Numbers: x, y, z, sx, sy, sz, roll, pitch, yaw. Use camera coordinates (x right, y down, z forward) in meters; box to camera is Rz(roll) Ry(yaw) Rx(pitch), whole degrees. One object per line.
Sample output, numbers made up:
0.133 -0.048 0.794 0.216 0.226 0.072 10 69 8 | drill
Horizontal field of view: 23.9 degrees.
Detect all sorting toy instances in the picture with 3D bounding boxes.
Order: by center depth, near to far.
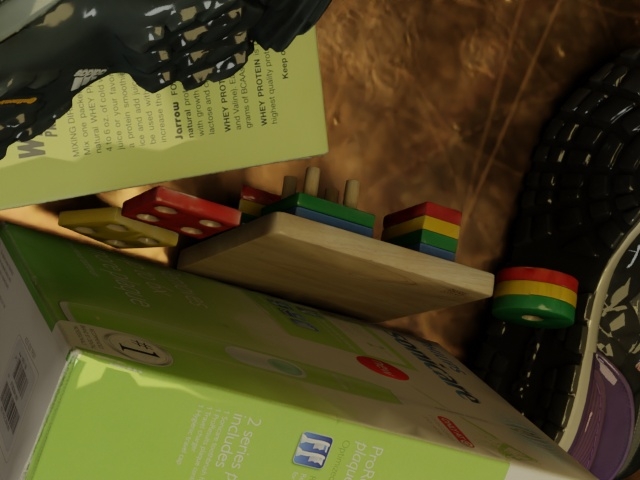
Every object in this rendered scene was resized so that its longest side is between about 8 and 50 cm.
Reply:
0.000 0.000 0.831 0.274 0.132 0.046 16 74 -24 | sorting toy

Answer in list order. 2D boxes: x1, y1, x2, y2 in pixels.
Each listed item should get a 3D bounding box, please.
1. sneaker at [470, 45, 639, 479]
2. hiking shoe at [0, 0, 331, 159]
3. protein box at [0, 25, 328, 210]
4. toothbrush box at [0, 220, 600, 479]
0.189 0.018 0.939 0.124 0.107 0.283 19 95 -39 | sneaker
-0.148 -0.108 0.626 0.304 0.113 0.132 -18 75 -13 | hiking shoe
-0.122 -0.130 0.749 0.201 0.136 0.200 -11 103 -21 | protein box
-0.035 0.106 0.780 0.283 0.206 0.122 18 99 -24 | toothbrush box
